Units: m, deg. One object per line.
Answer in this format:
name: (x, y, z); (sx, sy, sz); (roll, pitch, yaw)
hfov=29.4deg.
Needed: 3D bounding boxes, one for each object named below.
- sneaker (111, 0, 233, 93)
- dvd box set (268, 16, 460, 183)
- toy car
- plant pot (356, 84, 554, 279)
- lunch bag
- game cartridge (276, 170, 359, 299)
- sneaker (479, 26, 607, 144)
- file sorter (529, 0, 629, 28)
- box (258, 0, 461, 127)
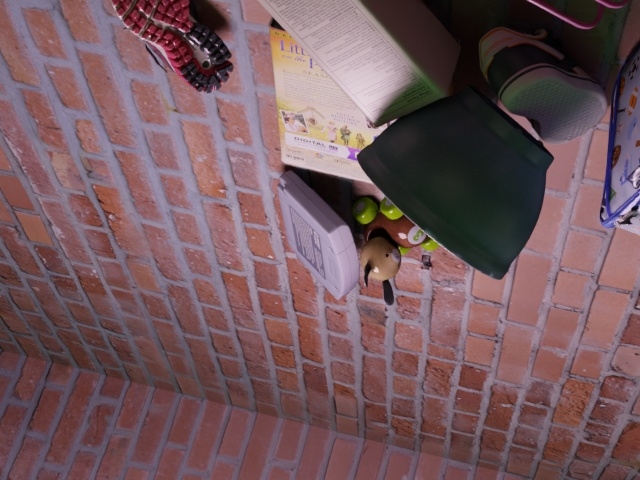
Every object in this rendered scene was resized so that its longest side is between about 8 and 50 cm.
sneaker: (-0.267, -0.363, 2.004); (0.112, 0.121, 0.299); (34, 164, 48)
dvd box set: (0.073, -0.231, 2.105); (0.307, 0.062, 0.420); (13, 154, 9)
toy car: (0.136, 0.026, 2.419); (0.149, 0.188, 0.155); (-9, 144, 42)
plant pot: (0.228, -0.109, 1.852); (0.293, 0.293, 0.196); (32, 106, -28)
lunch bag: (0.484, -0.154, 1.740); (0.115, 0.303, 0.243); (16, 156, -7)
game cartridge: (0.000, 0.000, 2.495); (0.198, 0.062, 0.297); (42, 162, 22)
sneaker: (0.342, -0.244, 1.870); (0.126, 0.127, 0.321); (-36, 156, 18)
file sorter: (0.348, -0.413, 1.456); (0.202, 0.182, 0.290); (24, 153, -15)
box: (0.052, -0.327, 1.786); (0.148, 0.121, 0.311); (-21, 125, 39)
